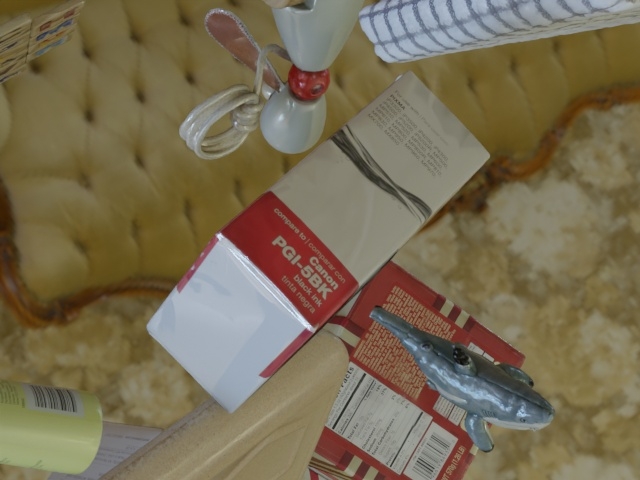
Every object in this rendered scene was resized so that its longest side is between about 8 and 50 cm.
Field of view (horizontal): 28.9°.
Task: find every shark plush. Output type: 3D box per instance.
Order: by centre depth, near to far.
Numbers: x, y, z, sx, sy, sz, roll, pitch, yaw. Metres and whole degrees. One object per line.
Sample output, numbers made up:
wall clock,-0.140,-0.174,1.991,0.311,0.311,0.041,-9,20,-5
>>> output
shark plush,0.116,0.095,0.992,0.073,0.161,0.067,-42,172,-12

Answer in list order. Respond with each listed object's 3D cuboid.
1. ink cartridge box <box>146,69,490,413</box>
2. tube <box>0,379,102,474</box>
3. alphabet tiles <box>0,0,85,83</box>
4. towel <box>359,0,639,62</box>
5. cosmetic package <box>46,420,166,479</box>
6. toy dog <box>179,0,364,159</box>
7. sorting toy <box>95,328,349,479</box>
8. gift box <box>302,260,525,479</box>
ink cartridge box,0.000,0.000,0.543,0.135,0.056,0.099,-43,177,-36
tube,-0.266,0.115,0.835,0.240,0.062,0.070,16,136,-36
alphabet tiles,-0.364,-0.152,1.219,0.285,0.011,0.342,-30,-173,-13
towel,0.180,-0.183,0.674,0.284,0.121,0.235,-13,-174,-22
cosmetic package,-0.236,0.395,1.241,0.156,0.217,0.385,-5,-135,47
toy dog,-0.032,-0.247,1.285,0.220,0.161,0.333,-5,143,-43
sorting toy,-0.076,0.147,0.612,0.193,0.038,0.208,-34,153,-32
gift box,0.053,0.180,1.434,0.255,0.276,0.258,-55,-160,-14
